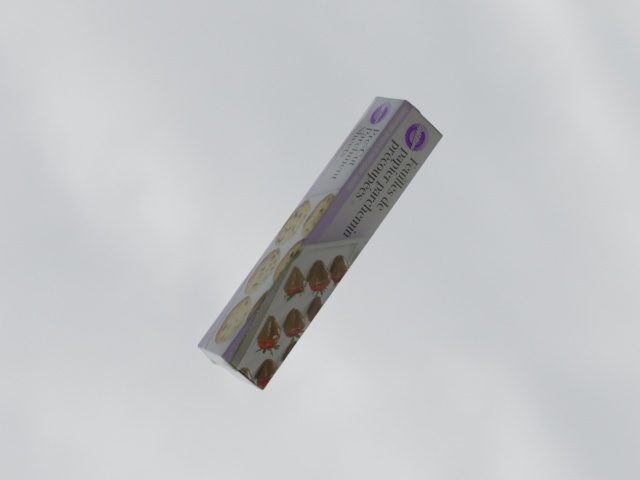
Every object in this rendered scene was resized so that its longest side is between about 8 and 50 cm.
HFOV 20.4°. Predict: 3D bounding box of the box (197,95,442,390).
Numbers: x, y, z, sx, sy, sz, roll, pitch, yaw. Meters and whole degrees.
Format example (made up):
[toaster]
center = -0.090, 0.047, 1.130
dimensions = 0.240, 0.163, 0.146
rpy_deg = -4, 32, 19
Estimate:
[box]
center = 0.000, 0.000, 1.785
dimensions = 0.063, 0.324, 0.067
rpy_deg = 41, 169, -28
